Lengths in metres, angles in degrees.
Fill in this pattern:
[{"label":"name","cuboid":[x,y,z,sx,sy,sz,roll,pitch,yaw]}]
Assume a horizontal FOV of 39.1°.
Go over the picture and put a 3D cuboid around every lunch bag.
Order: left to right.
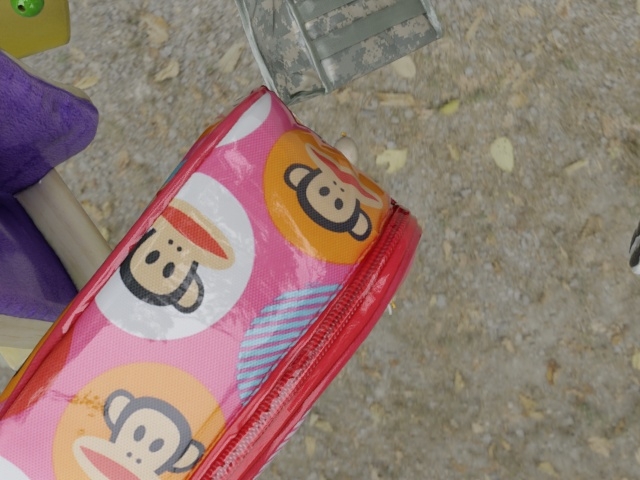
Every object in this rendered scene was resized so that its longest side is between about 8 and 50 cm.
[{"label":"lunch bag","cuboid":[-0.082,0.062,0.470,0.120,0.293,0.258,39,84,-5]},{"label":"lunch bag","cuboid":[0.006,-0.367,1.275,0.235,0.169,0.287,-30,102,-29]}]

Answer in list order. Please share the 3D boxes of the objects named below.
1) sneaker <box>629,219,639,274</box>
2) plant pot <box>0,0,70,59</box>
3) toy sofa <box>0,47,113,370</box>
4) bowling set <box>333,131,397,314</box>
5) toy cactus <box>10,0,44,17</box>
[{"label":"sneaker","cuboid":[0.331,-0.029,0.773,0.071,0.068,0.170,17,136,-2]},{"label":"plant pot","cuboid":[-0.426,-0.340,1.066,0.212,0.212,0.187,57,148,8]},{"label":"toy sofa","cuboid":[-0.231,-0.030,0.550,0.177,0.362,0.150,-37,78,1]},{"label":"bowling set","cuboid":[0.000,0.000,1.403,0.200,0.154,0.287,-18,77,-4]},{"label":"toy cactus","cuboid":[-0.294,-0.311,0.789,0.180,0.112,0.219,-42,92,-20]}]
